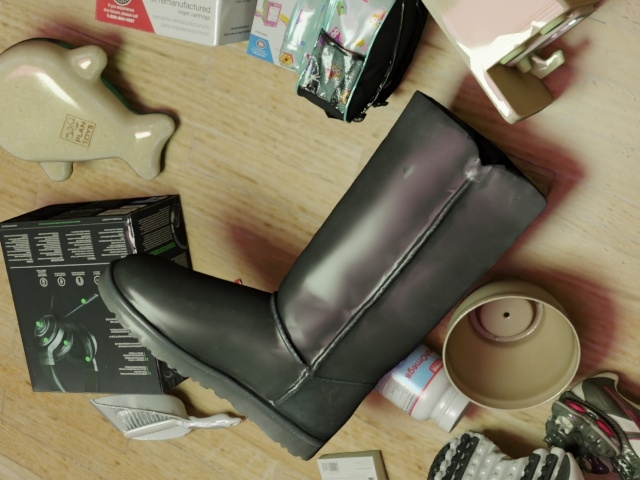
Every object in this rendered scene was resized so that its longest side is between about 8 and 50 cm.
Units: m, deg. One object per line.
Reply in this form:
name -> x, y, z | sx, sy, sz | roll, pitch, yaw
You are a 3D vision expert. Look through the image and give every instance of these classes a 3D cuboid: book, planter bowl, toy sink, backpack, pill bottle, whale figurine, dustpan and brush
book -> 0.055, 0.371, 1.668 | 0.096, 0.035, 0.144 | -10, 99, 33
planter bowl -> 0.229, 0.112, 1.440 | 0.162, 0.109, 0.162 | 2, 117, 4
toy sink -> 0.219, -0.270, 1.327 | 0.131, 0.153, 0.234 | -36, 85, 31
backpack -> 0.048, -0.258, 1.410 | 0.144, 0.166, 0.188 | 38, 124, 11
pill bottle -> 0.121, 0.179, 1.545 | 0.160, 0.087, 0.087 | 34, 117, 15
whale figurine -> -0.340, -0.185, 1.680 | 0.272, 0.141, 0.216 | 20, 115, -5
dustpan and brush -> -0.221, 0.265, 1.750 | 0.211, 0.147, 0.060 | -13, 60, 6

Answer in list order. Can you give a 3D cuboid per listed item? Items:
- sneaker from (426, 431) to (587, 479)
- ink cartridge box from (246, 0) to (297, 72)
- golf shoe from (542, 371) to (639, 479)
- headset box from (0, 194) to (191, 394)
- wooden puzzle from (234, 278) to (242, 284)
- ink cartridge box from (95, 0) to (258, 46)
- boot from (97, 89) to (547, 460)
sneaker -> 0.239, 0.315, 1.473 | 0.118, 0.110, 0.292 | 37, 163, -24
ink cartridge box -> -0.036, -0.287, 1.515 | 0.088, 0.052, 0.122 | 23, 113, 21
golf shoe -> 0.395, 0.266, 1.386 | 0.273, 0.120, 0.105 | 45, 149, 17
headset box -> -0.313, 0.090, 1.724 | 0.246, 0.131, 0.283 | -4, 102, 28
wooden puzzle -> -0.111, 0.098, 1.692 | 0.049, 0.006, 0.083 | -39, 85, 31
ink cartridge box -> -0.174, -0.405, 1.518 | 0.197, 0.114, 0.273 | 16, 110, 24
boot -> 0.002, 0.001, 1.425 | 0.367, 0.146, 0.445 | 37, 109, -12
